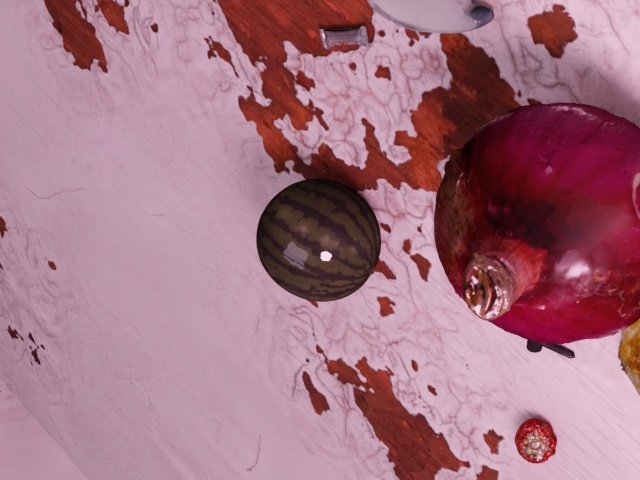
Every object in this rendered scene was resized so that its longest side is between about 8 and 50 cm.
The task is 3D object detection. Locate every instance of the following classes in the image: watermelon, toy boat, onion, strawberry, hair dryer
[{"bbox_3d":[0.000,0.000,2.319,0.212,0.212,0.212,30,135,36],"label":"watermelon"},{"bbox_3d":[0.158,-0.369,1.994,0.208,0.079,0.134,11,131,34],"label":"toy boat"},{"bbox_3d":[0.288,-0.001,1.816,0.348,0.385,0.347,14,119,27],"label":"onion"},{"bbox_3d":[0.346,0.322,2.249,0.073,0.073,0.083,63,-178,-4],"label":"strawberry"},{"bbox_3d":[0.357,0.162,2.148,0.083,0.026,0.047,28,135,32],"label":"hair dryer"}]

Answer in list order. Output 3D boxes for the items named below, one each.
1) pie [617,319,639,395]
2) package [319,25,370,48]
[{"bbox_3d":[0.516,0.173,1.935,0.240,0.054,0.240,32,137,36],"label":"pie"},{"bbox_3d":[0.038,-0.323,2.207,0.110,0.015,0.037,8,121,50],"label":"package"}]
